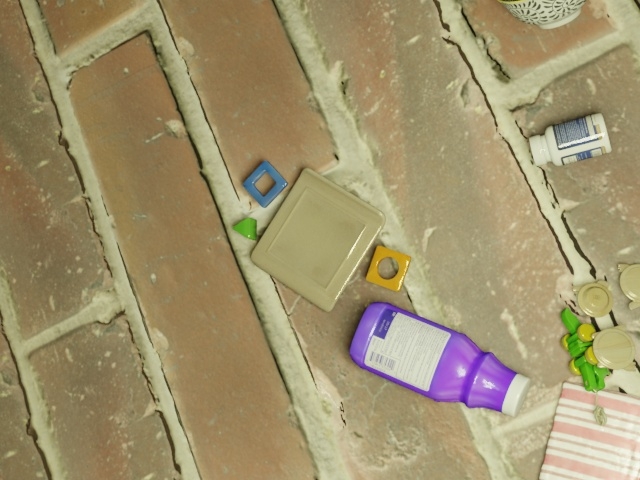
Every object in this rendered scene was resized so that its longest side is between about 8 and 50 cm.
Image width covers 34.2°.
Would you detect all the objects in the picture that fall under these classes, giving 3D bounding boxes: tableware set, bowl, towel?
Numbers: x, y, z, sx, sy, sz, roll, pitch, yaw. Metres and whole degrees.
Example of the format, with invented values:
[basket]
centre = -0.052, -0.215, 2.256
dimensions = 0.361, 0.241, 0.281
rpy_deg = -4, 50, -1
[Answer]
[tableware set]
centre = 0.467, 0.116, 1.587
dimensions = 0.141, 0.020, 0.168
rpy_deg = -12, 69, -7
[bowl]
centre = 0.380, -0.399, 1.705
dimensions = 0.170, 0.080, 0.170
rpy_deg = -23, 27, 12
[towel]
centre = 0.418, 0.323, 1.583
dimensions = 0.144, 0.029, 0.197
rpy_deg = 13, 80, 21

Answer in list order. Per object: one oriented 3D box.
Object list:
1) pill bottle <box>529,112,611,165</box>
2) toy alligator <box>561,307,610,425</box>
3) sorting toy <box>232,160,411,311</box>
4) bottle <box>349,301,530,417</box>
[pill bottle]
centre = 0.399, -0.158, 1.668
dimensions = 0.120, 0.067, 0.067
rpy_deg = -14, 74, 16
[toy alligator]
centre = 0.418, 0.190, 1.594
dimensions = 0.051, 0.056, 0.189
rpy_deg = -3, 64, -24
[sorting toy]
centre = 0.000, 0.000, 1.791
dimensions = 0.348, 0.047, 0.196
rpy_deg = 32, 95, 23
[bottle]
centre = 0.190, 0.194, 1.654
dimensions = 0.283, 0.092, 0.118
rpy_deg = 21, 87, 22
